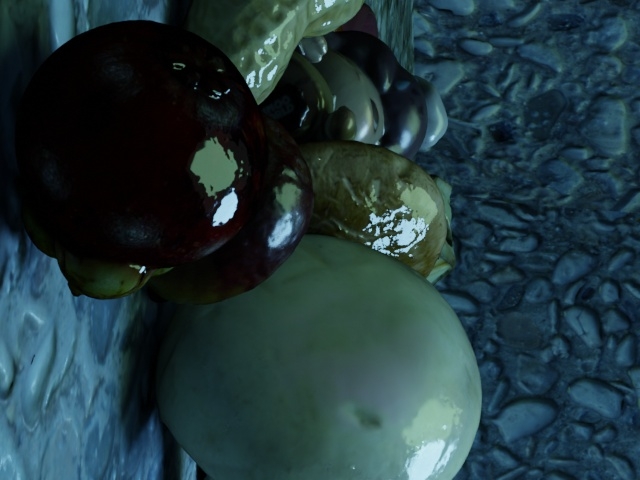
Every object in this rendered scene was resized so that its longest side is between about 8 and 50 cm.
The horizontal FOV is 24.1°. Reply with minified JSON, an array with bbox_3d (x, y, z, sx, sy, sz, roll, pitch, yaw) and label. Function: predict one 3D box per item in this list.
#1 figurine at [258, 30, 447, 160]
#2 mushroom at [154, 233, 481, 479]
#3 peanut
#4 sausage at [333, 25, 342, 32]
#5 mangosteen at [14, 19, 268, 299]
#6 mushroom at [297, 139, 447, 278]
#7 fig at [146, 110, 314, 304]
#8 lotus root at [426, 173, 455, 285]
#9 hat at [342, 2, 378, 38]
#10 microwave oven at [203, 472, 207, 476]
[{"bbox_3d":[0.004,-0.170,1.707,0.206,0.218,0.365,-54,166,-3],"label":"figurine"},{"bbox_3d":[-0.030,0.148,1.417,0.315,0.356,0.315,58,0,0],"label":"mushroom"},{"bbox_3d":[-0.036,-0.233,1.428,0.298,0.120,0.136,-49,125,-24],"label":"peanut"},{"bbox_3d":[-0.014,-0.168,1.975,0.089,0.083,0.300,-80,173,-63],"label":"sausage"},{"bbox_3d":[-0.127,-0.047,0.996,0.200,0.199,0.200,5,90,-82],"label":"mangosteen"},{"bbox_3d":[0.000,0.000,1.609,0.278,0.278,0.146,85,1,-52],"label":"mushroom"},{"bbox_3d":[-0.107,-0.007,1.248,0.146,0.170,0.274,-57,177,-34],"label":"fig"},{"bbox_3d":[0.037,0.020,1.874,0.210,0.314,0.142,22,46,-48],"label":"lotus root"},{"bbox_3d":[0.025,-0.264,2.194,0.205,0.089,0.206,7,90,-77],"label":"hat"},{"bbox_3d":[-0.028,0.281,1.784,0.295,0.181,0.238,-67,162,-65],"label":"microwave oven"}]
